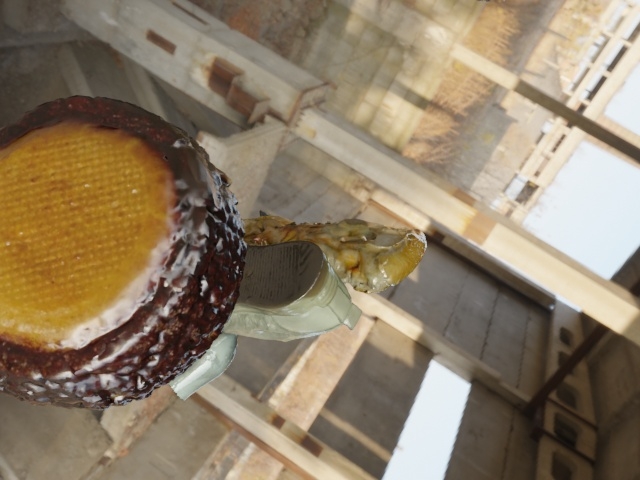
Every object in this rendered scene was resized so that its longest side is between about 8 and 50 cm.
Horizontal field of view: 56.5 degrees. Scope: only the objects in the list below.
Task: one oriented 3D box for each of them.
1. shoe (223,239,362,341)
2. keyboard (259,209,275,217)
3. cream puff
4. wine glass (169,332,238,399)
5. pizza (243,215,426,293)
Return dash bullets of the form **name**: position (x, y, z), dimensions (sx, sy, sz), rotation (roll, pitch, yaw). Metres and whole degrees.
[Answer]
- **shoe**: position (-0.067, 0.071, 0.716), dimensions (0.275, 0.098, 0.103), rotation (-5, -130, 50)
- **keyboard**: position (-0.048, 0.002, 1.690), dimensions (0.041, 0.103, 0.381), rotation (-24, 155, 32)
- **cream puff**: position (-0.175, 0.013, 0.470), dimensions (0.239, 0.239, 0.165), rotation (-56, 165, -13)
- **wine glass**: position (-0.213, 0.218, 1.163), dimensions (0.202, 0.093, 0.093), rotation (-39, 166, -16)
- **pizza**: position (0.000, 0.001, 0.818), dimensions (0.189, 0.297, 0.071), rotation (-23, 115, -50)
